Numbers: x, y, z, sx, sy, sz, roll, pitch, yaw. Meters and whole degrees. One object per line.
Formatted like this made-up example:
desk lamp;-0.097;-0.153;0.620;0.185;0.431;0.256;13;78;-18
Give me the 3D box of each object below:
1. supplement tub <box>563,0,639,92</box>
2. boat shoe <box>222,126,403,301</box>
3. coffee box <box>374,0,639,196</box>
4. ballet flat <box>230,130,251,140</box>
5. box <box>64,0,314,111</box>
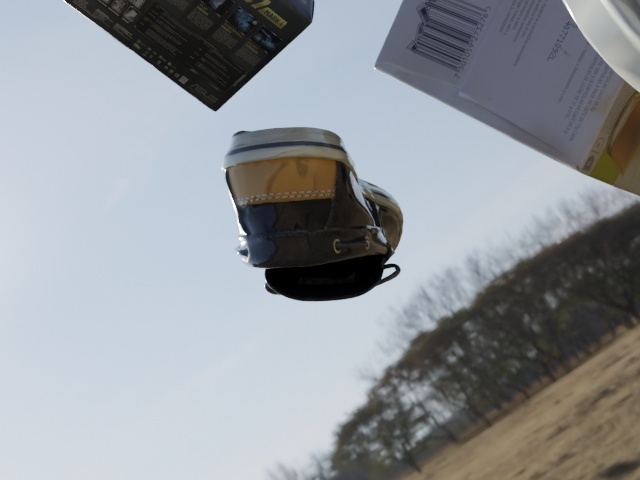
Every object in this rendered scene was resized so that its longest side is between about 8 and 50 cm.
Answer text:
supplement tub;0.249;-0.197;0.358;0.241;0.241;0.331;-27;-11;-25
boat shoe;0.000;0.000;1.195;0.187;0.156;0.500;-6;-10;9
coffee box;0.345;-0.296;1.386;0.334;0.338;0.337;7;-69;-58
ballet flat;-0.063;-0.094;1.686;0.084;0.250;0.058;-13;45;39
box;-0.151;-0.281;1.148;0.233;0.059;0.183;34;-53;-27
